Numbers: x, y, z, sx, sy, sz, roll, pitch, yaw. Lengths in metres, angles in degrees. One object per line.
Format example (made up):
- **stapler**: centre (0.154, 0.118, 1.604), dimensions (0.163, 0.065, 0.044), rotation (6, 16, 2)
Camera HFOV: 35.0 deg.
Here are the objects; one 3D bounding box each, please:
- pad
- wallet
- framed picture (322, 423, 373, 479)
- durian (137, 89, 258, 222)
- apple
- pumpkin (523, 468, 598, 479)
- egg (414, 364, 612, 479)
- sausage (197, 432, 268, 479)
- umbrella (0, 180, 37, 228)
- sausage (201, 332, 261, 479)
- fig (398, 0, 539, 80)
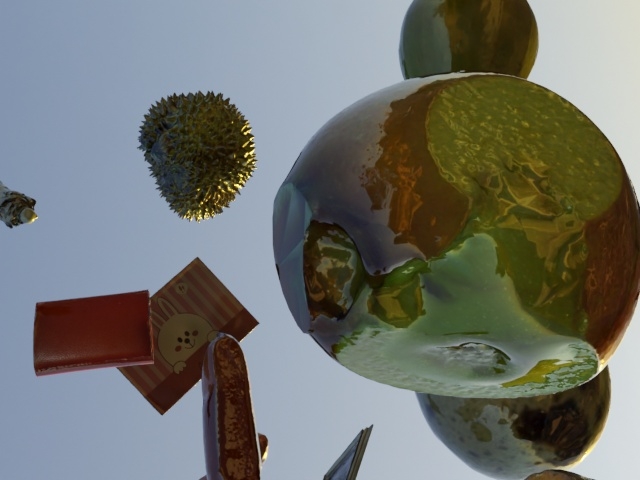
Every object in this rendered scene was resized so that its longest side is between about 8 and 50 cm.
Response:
- **pad**: centre (-0.291, 0.193, 2.111), dimensions (0.202, 0.005, 0.300), rotation (47, -120, 1)
- **wallet**: centre (-0.394, 0.161, 1.767), dimensions (0.045, 0.204, 0.142), rotation (91, 171, -59)
- **framed picture**: centre (0.014, 0.406, 1.558), dimensions (0.014, 0.252, 0.197), rotation (23, -123, -2)
- **durian**: centre (-0.246, -0.186, 2.061), dimensions (0.225, 0.291, 0.291), rotation (-32, -77, -22)
- **apple**: centre (0.137, -0.001, 1.081), dimensions (0.374, 0.374, 0.384), rotation (49, 174, -36)
- **pumpkin**: centre (0.381, 0.453, 1.457), dimensions (0.139, 0.190, 0.280), rotation (29, -174, -26)
- **egg**: centre (0.331, 0.230, 1.841), dimensions (0.345, 0.345, 0.428), rotation (18, -146, -59)
- **sausage**: centre (-0.215, 0.492, 1.999), dimensions (0.078, 0.304, 0.078), rotation (48, 177, 4)
- **umbrella**: centre (-0.535, -0.061, 1.736), dimensions (0.067, 0.143, 0.062), rotation (-29, -49, -40)
- **sausage**: centre (-0.139, 0.274, 1.552), dimensions (0.089, 0.083, 0.300), rotation (100, 166, -49)
- **fig**: centre (0.219, -0.272, 1.506), dimensions (0.207, 0.207, 0.230), rotation (-41, -49, -63)
